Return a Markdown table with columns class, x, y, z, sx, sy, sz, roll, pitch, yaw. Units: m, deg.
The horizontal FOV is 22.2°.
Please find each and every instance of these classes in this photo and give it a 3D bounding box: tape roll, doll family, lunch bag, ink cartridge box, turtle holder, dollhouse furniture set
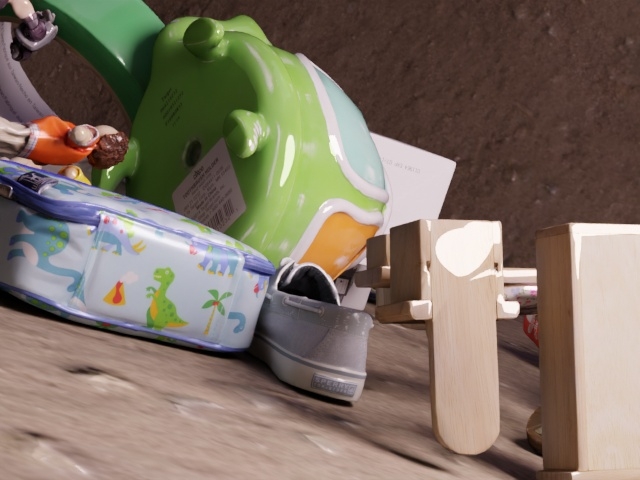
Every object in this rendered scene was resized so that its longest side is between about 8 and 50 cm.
| class | x | y | z | sx | sy | sz | roll | pitch | yaw |
| --- | --- | --- | --- | --- | --- | --- | --- | --- | --- |
| tape roll | -0.267 | -0.159 | 1.751 | 0.321 | 0.077 | 0.321 | 24 | -39 | 21 |
| doll family | -0.255 | -0.032 | 1.373 | 0.163 | 0.118 | 0.263 | 9 | -10 | -33 |
| lunch bag | -0.159 | 0.009 | 1.188 | 0.219 | 0.090 | 0.176 | 17 | 1 | -37 |
| ink cartridge box | -0.020 | 0.029 | 1.813 | 0.109 | 0.063 | 0.150 | 20 | 4 | 29 |
| turtle holder | -0.073 | -0.074 | 1.563 | 0.227 | 0.243 | 0.320 | 15 | 13 | -38 |
| dollhouse furniture set | 0.125 | 0.093 | 1.221 | 0.303 | 0.174 | 0.355 | 2 | -7 | -23 |

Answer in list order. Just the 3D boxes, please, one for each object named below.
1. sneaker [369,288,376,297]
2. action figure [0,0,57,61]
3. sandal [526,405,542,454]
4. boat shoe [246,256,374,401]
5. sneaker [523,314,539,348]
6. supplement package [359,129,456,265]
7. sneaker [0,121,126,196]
| class | x | y | z | sx | sy | sz | roll | pitch | yaw |
| --- | --- | --- | --- | --- | --- | --- | --- | --- | --- |
| sneaker | 0.000 | 0.000 | 2.082 | 0.330 | 0.130 | 0.147 | 27 | -13 | 19 |
| action figure | -0.360 | -0.189 | 1.579 | 0.185 | 0.285 | 0.099 | 20 | 10 | -7 |
| sandal | 0.248 | 0.148 | 1.287 | 0.090 | 0.060 | 0.219 | 12 | 16 | 40 |
| boat shoe | -0.012 | 0.057 | 1.233 | 0.079 | 0.081 | 0.227 | 17 | 4 | -21 |
| sneaker | 0.391 | 0.120 | 1.995 | 0.350 | 0.131 | 0.148 | 16 | 9 | -39 |
| supplement package | 0.014 | -0.063 | 1.778 | 0.139 | 0.134 | 0.244 | 16 | 5 | -29 |
| sneaker | -0.251 | -0.063 | 1.684 | 0.258 | 0.091 | 0.094 | 16 | 17 | 32 |
